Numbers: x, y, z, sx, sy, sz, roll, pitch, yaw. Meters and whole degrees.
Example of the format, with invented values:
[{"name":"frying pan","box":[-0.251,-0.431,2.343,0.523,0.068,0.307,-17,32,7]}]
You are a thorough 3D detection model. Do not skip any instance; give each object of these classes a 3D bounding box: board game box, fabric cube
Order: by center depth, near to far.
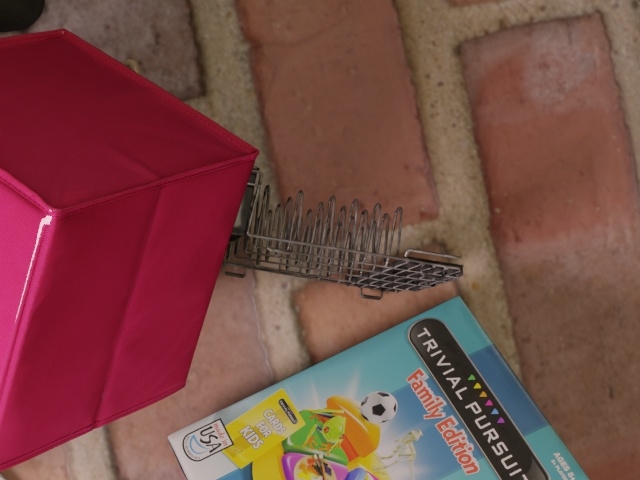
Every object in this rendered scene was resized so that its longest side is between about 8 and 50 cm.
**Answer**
[{"name":"fabric cube","box":[-0.252,-0.002,1.170,0.254,0.259,0.258,34,120,24]},{"name":"board game box","box":[0.054,0.230,1.332,0.336,0.079,0.253,-26,53,-10]}]

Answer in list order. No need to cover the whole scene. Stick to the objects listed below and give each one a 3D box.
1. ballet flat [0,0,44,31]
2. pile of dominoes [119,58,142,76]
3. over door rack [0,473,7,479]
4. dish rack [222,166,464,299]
[{"name":"ballet flat","box":[-0.401,-0.280,1.306,0.280,0.096,0.095,23,85,-11]},{"name":"pile of dominoes","box":[-0.206,-0.032,1.336,0.196,0.040,0.251,-17,92,32]},{"name":"over door rack","box":[-0.321,0.372,1.277,0.239,0.108,0.324,47,61,-7]},{"name":"dish rack","box":[0.000,0.000,1.334,0.272,0.208,0.074,10,80,-16]}]
